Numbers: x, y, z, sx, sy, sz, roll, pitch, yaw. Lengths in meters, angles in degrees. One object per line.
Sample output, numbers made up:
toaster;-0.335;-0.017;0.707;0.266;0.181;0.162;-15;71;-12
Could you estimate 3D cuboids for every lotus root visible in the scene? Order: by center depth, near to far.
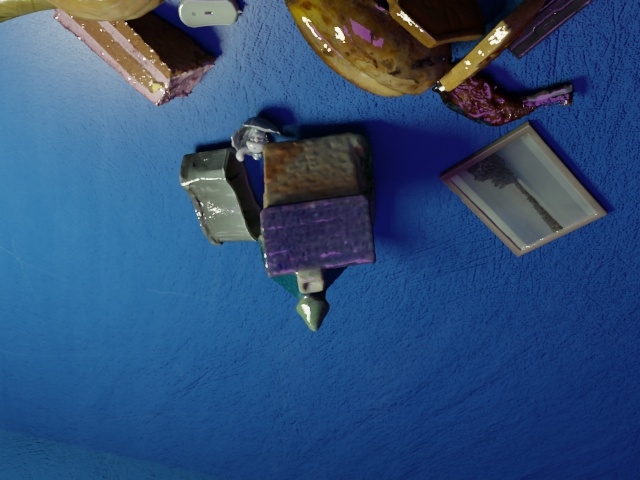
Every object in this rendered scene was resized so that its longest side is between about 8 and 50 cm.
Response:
lotus root;0.076;-0.340;1.111;0.290;0.193;0.193;33;131;-22

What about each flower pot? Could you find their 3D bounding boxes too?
flower pot;-0.205;-0.089;1.460;0.108;0.103;0.229;-6;134;16

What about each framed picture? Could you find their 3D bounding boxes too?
framed picture;0.414;-0.094;1.414;0.213;0.016;0.289;-31;123;33

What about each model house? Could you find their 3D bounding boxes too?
model house;0.000;0.000;1.350;0.245;0.280;0.312;-6;142;0

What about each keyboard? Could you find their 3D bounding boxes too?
keyboard;0.376;-0.366;1.154;0.053;0.010;0.155;35;130;-24

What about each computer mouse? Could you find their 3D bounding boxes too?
computer mouse;-0.189;-0.400;1.199;0.110;0.032;0.056;-2;136;-3

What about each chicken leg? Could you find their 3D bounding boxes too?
chicken leg;0.326;-0.256;1.247;0.253;0.051;0.106;6;130;0

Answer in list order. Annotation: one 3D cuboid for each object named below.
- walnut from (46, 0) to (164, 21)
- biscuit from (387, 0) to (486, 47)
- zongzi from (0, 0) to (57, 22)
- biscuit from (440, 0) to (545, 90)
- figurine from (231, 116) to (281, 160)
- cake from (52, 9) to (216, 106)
walnut;-0.311;-0.464;0.991;0.285;0.285;0.297;17;104;-8
biscuit;0.155;-0.388;1.044;0.215;0.182;0.034;60;141;12
zongzi;-0.519;-0.404;1.187;0.256;0.115;0.228;31;126;-19
biscuit;0.277;-0.312;1.078;0.212;0.239;0.041;-41;94;12
figurine;-0.123;-0.195;1.357;0.094;0.082;0.086;11;115;-31
cake;-0.344;-0.351;1.226;0.295;0.113;0.116;34;130;-8
